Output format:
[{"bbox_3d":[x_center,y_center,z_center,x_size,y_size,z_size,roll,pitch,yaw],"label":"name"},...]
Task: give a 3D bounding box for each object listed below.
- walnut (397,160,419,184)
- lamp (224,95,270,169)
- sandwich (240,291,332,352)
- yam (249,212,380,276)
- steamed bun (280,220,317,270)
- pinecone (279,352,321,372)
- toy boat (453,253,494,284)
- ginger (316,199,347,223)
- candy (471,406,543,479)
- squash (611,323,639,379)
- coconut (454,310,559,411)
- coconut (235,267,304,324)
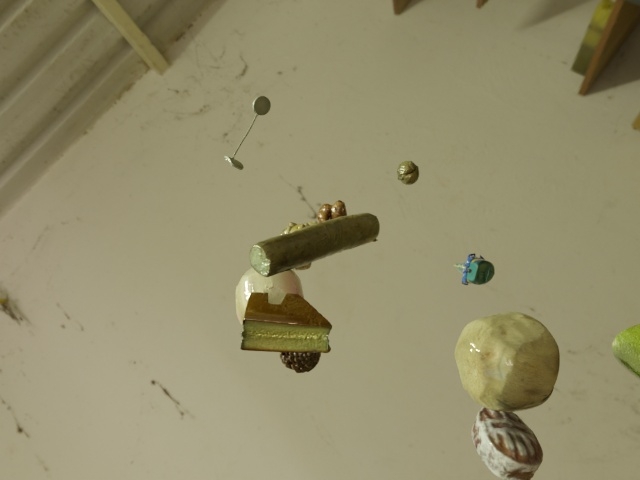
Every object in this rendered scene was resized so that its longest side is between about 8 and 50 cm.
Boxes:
[{"bbox_3d":[0.304,-0.235,1.763,0.092,0.092,0.092,-40,-28,-27],"label":"walnut"},{"bbox_3d":[-0.179,-0.277,1.301,0.050,0.056,0.199,26,-86,-43],"label":"lamp"},{"bbox_3d":[-0.085,0.217,1.308,0.128,0.235,0.122,-79,-8,-53],"label":"sandwich"},{"bbox_3d":[0.000,0.000,1.075,0.371,0.083,0.083,-15,-45,-48],"label":"yam"},{"bbox_3d":[-0.060,0.018,1.778,0.192,0.106,0.177,-53,-35,0],"label":"steamed bun"},{"bbox_3d":[-0.081,0.441,2.070,0.184,0.179,0.204,-56,5,-11],"label":"pinecone"},{"bbox_3d":[0.424,0.078,1.424,0.174,0.110,0.091,7,-82,-50],"label":"toy boat"},{"bbox_3d":[0.042,-0.055,1.670,0.074,0.103,0.162,-81,-18,-49],"label":"ginger"},{"bbox_3d":[0.649,0.712,1.785,0.290,0.214,0.157,-92,14,-67],"label":"candy"},{"bbox_3d":[0.747,0.237,1.026,0.189,0.189,0.260,-58,5,9],"label":"squash"},{"bbox_3d":[0.407,0.259,1.094,0.224,0.224,0.224,-40,-28,-27],"label":"coconut"},{"bbox_3d":[-0.158,0.198,1.622,0.226,0.231,0.227,-11,-31,-6],"label":"coconut"}]
